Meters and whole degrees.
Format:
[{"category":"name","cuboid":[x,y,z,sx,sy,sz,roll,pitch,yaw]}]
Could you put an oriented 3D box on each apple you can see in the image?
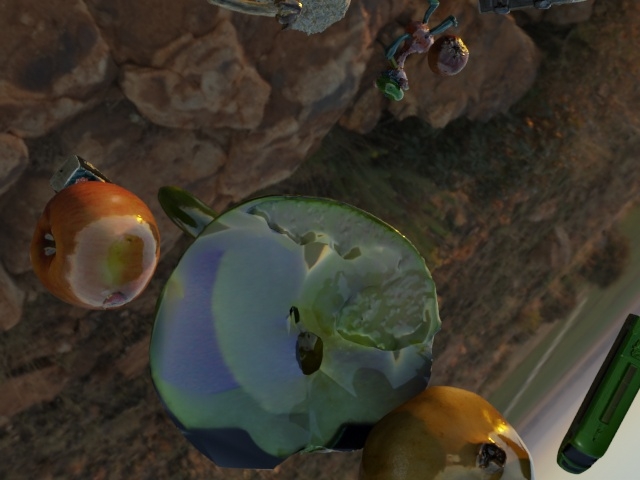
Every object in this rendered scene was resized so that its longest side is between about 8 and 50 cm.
[{"category":"apple","cuboid":[-0.342,0.009,1.069,0.164,0.209,0.209,9,122,-46]}]

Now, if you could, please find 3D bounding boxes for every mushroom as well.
[{"category":"mushroom","cuboid":[-0.125,-0.424,1.272,0.187,0.061,0.060,6,144,-8]}]

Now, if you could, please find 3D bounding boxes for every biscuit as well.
[{"category":"biscuit","cuboid":[-0.025,-0.527,1.501,0.281,0.179,0.084,10,75,-64]}]

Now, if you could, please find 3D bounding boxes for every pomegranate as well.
[{"category":"pomegranate","cuboid":[0.157,0.298,0.877,0.233,0.233,0.233,-37,154,-21]}]

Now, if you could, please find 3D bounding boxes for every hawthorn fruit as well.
[{"category":"hawthorn fruit","cuboid":[0.226,-0.328,1.258,0.077,0.077,0.077,-37,154,-21]}]

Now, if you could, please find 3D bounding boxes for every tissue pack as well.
[{"category":"tissue pack","cuboid":[-0.448,-0.085,1.416,0.090,0.103,0.170,-51,124,-4]}]

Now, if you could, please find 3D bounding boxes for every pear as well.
[{"category":"pear","cuboid":[-0.041,0.114,1.001,0.399,0.399,0.165,-45,-162,-4]}]

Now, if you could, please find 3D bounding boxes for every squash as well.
[{"category":"squash","cuboid":[-0.188,-0.012,1.272,0.069,0.258,0.069,-52,-171,12]}]

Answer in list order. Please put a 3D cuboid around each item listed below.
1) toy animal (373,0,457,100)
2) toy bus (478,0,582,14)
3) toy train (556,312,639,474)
[{"category":"toy animal","cuboid":[0.183,-0.389,1.432,0.208,0.100,0.103,-49,145,13]},{"category":"toy bus","cuboid":[0.505,-0.597,1.689,0.106,0.268,0.092,-16,108,-34]},{"category":"toy train","cuboid":[0.348,0.191,0.847,0.209,0.044,0.042,-63,171,2]}]
